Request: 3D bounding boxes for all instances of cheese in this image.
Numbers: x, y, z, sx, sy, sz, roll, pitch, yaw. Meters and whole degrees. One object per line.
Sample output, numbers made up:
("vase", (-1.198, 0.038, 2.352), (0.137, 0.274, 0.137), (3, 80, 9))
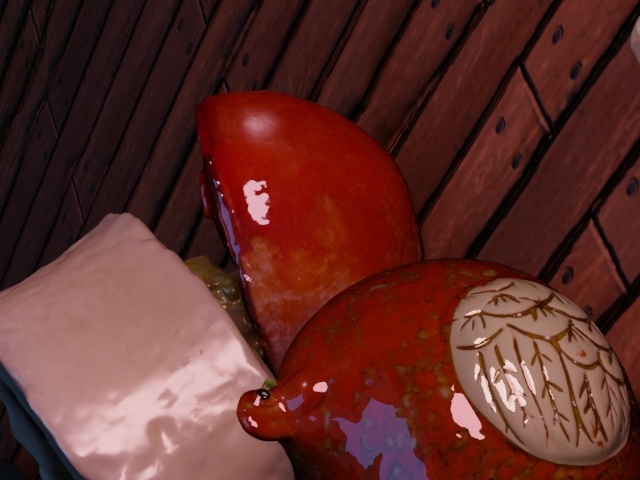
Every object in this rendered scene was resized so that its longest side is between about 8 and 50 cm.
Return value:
("cheese", (-0.108, 0.157, 1.300), (0.292, 0.153, 0.332), (44, 160, 39))

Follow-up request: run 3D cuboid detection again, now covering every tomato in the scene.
("tomato", (0.000, 0.000, 1.273), (0.233, 0.139, 0.200), (71, -177, -53))

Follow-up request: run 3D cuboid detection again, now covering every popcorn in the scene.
("popcorn", (-0.082, 0.066, 1.473), (0.097, 0.109, 0.089), (-55, -7, -6))

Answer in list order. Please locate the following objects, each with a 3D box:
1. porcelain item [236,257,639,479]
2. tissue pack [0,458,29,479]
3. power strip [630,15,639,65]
("porcelain item", (0.056, 0.125, 1.061), (0.253, 0.253, 0.253), (-4, 86, 62))
("tissue pack", (-0.436, 0.334, 1.928), (0.206, 0.287, 0.198), (13, 100, 45))
("power strip", (0.251, -0.172, 0.890), (0.288, 0.053, 0.093), (-60, 38, 42))
